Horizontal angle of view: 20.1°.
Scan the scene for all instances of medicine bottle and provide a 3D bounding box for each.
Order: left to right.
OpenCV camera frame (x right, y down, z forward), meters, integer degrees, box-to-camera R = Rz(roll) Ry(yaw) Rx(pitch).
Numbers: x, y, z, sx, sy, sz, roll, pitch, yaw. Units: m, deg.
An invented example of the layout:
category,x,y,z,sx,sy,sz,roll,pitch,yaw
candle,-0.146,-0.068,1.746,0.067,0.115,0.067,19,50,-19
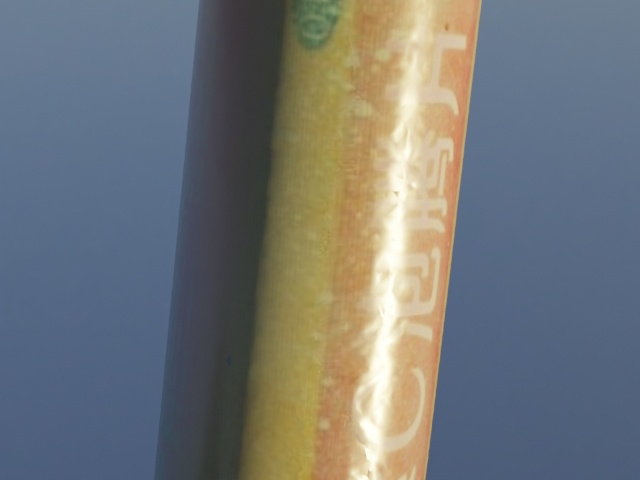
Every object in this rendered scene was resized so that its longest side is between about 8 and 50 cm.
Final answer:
category,x,y,z,sx,sy,sz,roll,pitch,yaw
medicine bottle,0.000,0.000,0.593,0.108,0.426,0.108,5,-171,-1
